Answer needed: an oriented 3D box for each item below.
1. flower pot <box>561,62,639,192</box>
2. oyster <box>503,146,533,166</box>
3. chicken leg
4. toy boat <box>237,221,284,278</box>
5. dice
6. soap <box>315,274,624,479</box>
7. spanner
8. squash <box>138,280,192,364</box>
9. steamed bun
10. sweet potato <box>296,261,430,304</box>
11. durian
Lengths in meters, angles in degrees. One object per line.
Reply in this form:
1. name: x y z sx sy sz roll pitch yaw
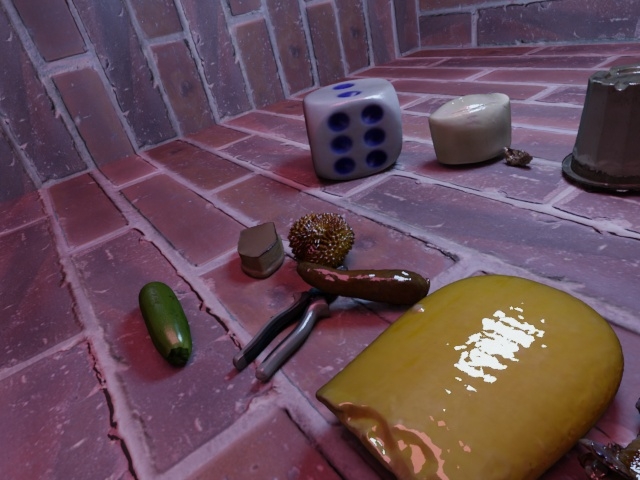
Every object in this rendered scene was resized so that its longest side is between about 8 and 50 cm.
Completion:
1. flower pot: 0.768 -0.289 1.048 0.291 0.258 0.290 -10 29 6
2. oyster: 0.579 -0.250 1.249 0.038 0.080 0.083 -40 -1 -1
3. chicken leg: 0.382 0.254 0.477 0.196 0.080 0.125 -17 43 -25
4. toy boat: -0.156 0.023 1.092 0.116 0.061 0.188 -14 31 -2
5. dice: 0.106 -0.393 1.476 0.305 0.276 0.304 -10 32 0
6. soap: 0.228 0.185 0.620 0.428 0.115 0.306 -29 30 -25
7. spanner: -0.040 0.151 0.856 0.096 0.040 0.325 14 41 37
8. squash: -0.341 0.162 0.917 0.082 0.082 0.292 -26 33 -20
9. steamed bun: 0.477 -0.347 1.317 0.251 0.199 0.154 -18 32 -1
10. sweet potato: 0.081 0.087 0.848 0.274 0.075 0.075 5 34 10
11. durian: 0.000 0.000 1.005 0.158 0.136 0.168 28 55 21
